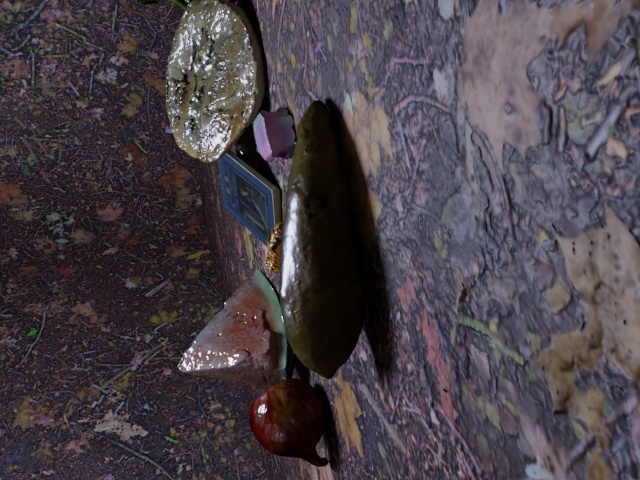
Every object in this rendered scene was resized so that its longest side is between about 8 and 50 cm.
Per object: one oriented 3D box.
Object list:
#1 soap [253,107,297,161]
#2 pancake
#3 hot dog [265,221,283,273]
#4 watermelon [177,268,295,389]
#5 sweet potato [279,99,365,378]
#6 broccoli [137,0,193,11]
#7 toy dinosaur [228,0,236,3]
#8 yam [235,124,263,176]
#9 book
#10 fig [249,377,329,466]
[{"bbox_3d":[-0.092,-0.210,1.158,0.149,0.056,0.100,-178,76,-75],"label":"soap"},{"bbox_3d":[-0.260,-0.377,1.380,0.387,0.082,0.387,4,95,46],"label":"pancake"},{"bbox_3d":[-0.099,0.019,1.332,0.188,0.055,0.072,107,148,-58],"label":"hot dog"},{"bbox_3d":[-0.178,0.279,1.471,0.250,0.293,0.283,52,-170,-48],"label":"watermelon"},{"bbox_3d":[-0.001,-0.002,0.840,0.130,0.130,0.422,179,87,-75],"label":"sweet potato"},{"bbox_3d":[-0.334,-0.691,1.408,0.283,0.304,0.321,62,-151,-48],"label":"broccoli"},{"bbox_3d":[-0.194,-0.460,1.416,0.188,0.075,0.247,64,154,20],"label":"toy dinosaur"},{"bbox_3d":[-0.195,-0.266,1.464,0.061,0.061,0.274,-146,44,-70],"label":"yam"},{"bbox_3d":[-0.179,-0.104,1.454,0.269,0.025,0.191,40,142,40],"label":"book"},{"bbox_3d":[-0.053,0.405,1.246,0.207,0.175,0.175,61,161,14],"label":"fig"}]
